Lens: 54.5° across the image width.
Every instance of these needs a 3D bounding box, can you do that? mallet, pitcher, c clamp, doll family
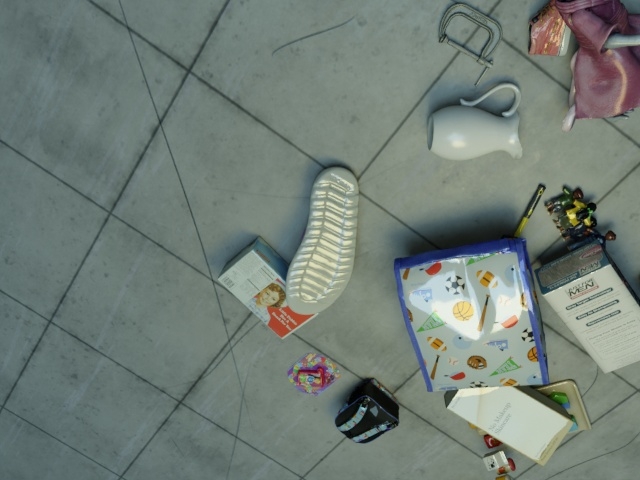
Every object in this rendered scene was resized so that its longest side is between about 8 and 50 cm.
[{"bbox_3d":[0.521,-0.048,1.553,0.062,0.039,0.190,26,116,-4],"label":"mallet"},{"bbox_3d":[0.356,-0.273,1.426,0.207,0.125,0.178,0,98,-1],"label":"pitcher"},{"bbox_3d":[0.329,-0.442,1.385,0.160,0.022,0.137,33,119,-8],"label":"c clamp"},{"bbox_3d":[0.637,-0.041,1.513,0.111,0.076,0.193,-29,114,19],"label":"doll family"}]

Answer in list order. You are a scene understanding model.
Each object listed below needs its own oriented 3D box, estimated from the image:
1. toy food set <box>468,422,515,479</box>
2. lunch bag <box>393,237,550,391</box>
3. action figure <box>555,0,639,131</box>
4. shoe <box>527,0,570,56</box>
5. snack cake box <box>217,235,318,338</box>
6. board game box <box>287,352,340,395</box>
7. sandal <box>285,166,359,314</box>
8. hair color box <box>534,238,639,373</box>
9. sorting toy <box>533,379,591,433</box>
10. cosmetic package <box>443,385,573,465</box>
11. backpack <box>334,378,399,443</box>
[{"bbox_3d":[0.539,0.612,1.848,0.104,0.111,0.232,-27,78,23],"label":"toy food set"},{"bbox_3d":[0.388,0.172,1.582,0.328,0.239,0.385,-12,122,20],"label":"lunch bag"},{"bbox_3d":[0.552,-0.430,1.234,0.275,0.248,0.370,-12,140,44],"label":"action figure"},{"bbox_3d":[0.485,-0.474,1.306,0.081,0.063,0.178,1,128,8],"label":"shoe"},{"bbox_3d":[-0.139,0.136,1.750,0.152,0.089,0.264,-38,105,24],"label":"snack cake box"},{"bbox_3d":[-0.025,0.423,1.913,0.133,0.033,0.168,40,117,-11],"label":"board game box"},{"bbox_3d":[0.015,0.004,1.650,0.169,0.102,0.416,13,108,-12],"label":"sandal"},{"bbox_3d":[0.704,0.172,1.556,0.174,0.105,0.347,-31,119,25],"label":"hair color box"},{"bbox_3d":[0.666,0.510,1.818,0.208,0.038,0.193,-19,113,20],"label":"sorting toy"},{"bbox_3d":[0.521,0.470,1.740,0.309,0.113,0.160,29,100,2],"label":"cosmetic package"},{"bbox_3d":[0.136,0.528,1.888,0.158,0.117,0.173,40,117,-11],"label":"backpack"}]
